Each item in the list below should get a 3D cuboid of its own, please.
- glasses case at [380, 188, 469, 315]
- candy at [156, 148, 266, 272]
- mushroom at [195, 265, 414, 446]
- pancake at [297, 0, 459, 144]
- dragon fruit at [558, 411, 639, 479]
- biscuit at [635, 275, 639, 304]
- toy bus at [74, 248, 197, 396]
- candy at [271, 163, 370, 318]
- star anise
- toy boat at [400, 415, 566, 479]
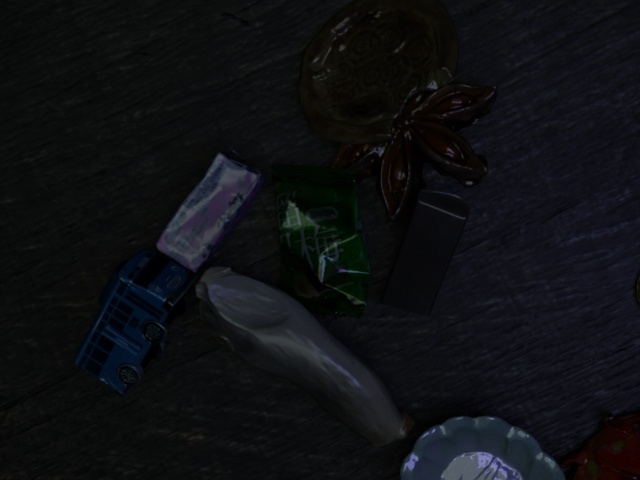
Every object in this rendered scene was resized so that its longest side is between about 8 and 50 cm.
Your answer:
[{"bbox_3d":[0.135,0.017,1.872,0.072,0.042,0.190,13,132,-5],"label":"glasses case"},{"bbox_3d":[-0.143,-0.040,1.899,0.073,0.092,0.160,35,96,0],"label":"candy"},{"bbox_3d":[-0.021,0.156,1.906,0.351,0.097,0.109,37,131,-5],"label":"mushroom"},{"bbox_3d":[0.070,-0.227,1.865,0.212,0.029,0.235,38,88,32],"label":"pancake"},{"bbox_3d":[0.467,0.311,1.900,0.274,0.126,0.161,22,95,-1],"label":"dragon fruit"},{"bbox_3d":[0.468,0.067,1.931,0.084,0.023,0.084,0,94,0],"label":"biscuit"},{"bbox_3d":[-0.244,0.103,1.879,0.106,0.090,0.184,34,124,2],"label":"toy bus"},{"bbox_3d":[0.000,-0.001,1.894,0.141,0.078,0.203,0,100,26],"label":"candy"},{"bbox_3d":[0.128,-0.126,1.882,0.220,0.099,0.214,16,91,20],"label":"star anise"},{"bbox_3d":[0.238,0.352,1.921,0.290,0.100,0.199,44,95,-2],"label":"toy boat"}]
